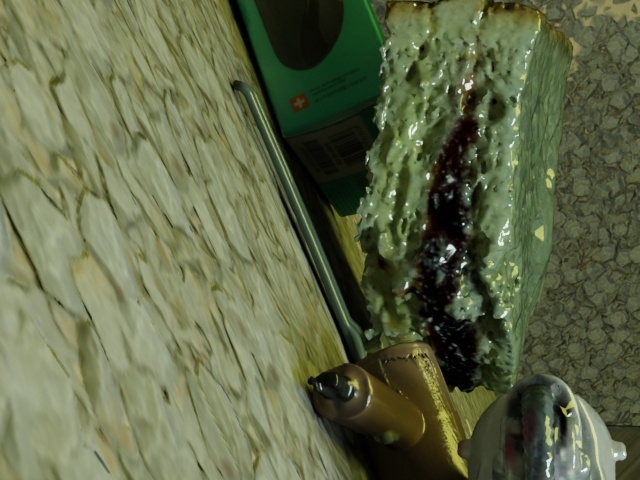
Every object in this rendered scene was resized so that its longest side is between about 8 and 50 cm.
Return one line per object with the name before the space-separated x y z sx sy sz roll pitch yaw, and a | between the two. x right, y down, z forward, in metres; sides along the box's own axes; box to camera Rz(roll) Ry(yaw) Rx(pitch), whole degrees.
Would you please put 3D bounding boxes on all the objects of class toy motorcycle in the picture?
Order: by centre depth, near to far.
toy motorcycle | 0.129 0.189 0.660 0.171 0.110 0.260 -54 141 -70

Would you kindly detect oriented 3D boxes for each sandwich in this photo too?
sandwich | 0.127 -0.032 0.970 0.262 0.131 0.325 -3 101 -72

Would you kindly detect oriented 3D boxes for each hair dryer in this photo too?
hair dryer | 0.037 0.109 0.686 0.182 0.064 0.117 38 30 -59

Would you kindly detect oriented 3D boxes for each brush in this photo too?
brush | 0.000 0.000 0.851 0.062 0.027 0.266 -42 108 -82

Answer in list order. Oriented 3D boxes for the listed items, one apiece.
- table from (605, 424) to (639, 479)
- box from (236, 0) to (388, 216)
table | 0.223 0.292 0.882 0.249 0.317 0.317 83 -12 -66
box | -0.002 -0.202 1.122 0.205 0.118 0.311 55 14 -65
